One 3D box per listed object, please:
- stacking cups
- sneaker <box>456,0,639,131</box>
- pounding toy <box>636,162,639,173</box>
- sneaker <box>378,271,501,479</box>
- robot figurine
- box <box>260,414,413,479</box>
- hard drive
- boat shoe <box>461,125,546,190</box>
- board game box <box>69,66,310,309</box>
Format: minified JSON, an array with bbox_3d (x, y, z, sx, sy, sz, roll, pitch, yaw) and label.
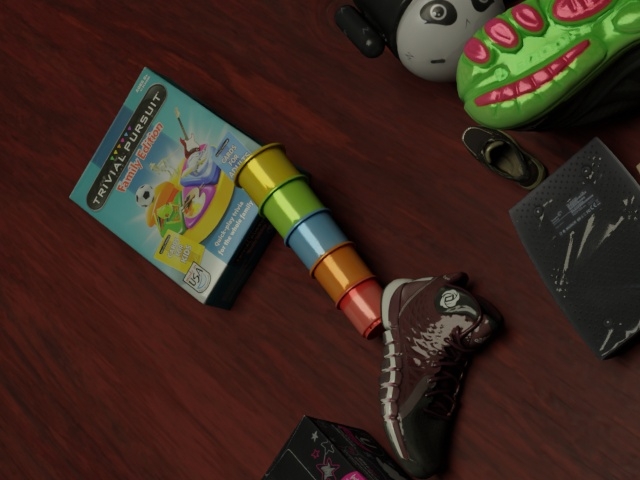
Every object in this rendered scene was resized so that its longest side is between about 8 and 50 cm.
[{"bbox_3d":[0.000,0.000,1.964,0.096,0.096,0.316,-46,67,17],"label":"stacking cups"},{"bbox_3d":[0.404,-0.269,1.711,0.482,0.202,0.185,-19,77,15],"label":"sneaker"},{"bbox_3d":[0.426,-0.080,1.621,0.094,0.181,0.206,-38,53,24],"label":"pounding toy"},{"bbox_3d":[0.166,0.164,1.806,0.162,0.106,0.281,-19,62,31],"label":"sneaker"},{"bbox_3d":[0.148,-0.350,1.959,0.209,0.173,0.278,-52,48,23],"label":"robot figurine"},{"bbox_3d":[0.047,0.374,1.802,0.247,0.142,0.163,42,104,42],"label":"box"},{"bbox_3d":[0.359,0.011,1.730,0.172,0.054,0.255,-42,52,21],"label":"hard drive"},{"bbox_3d":[0.245,-0.121,1.878,0.152,0.049,0.056,36,99,42],"label":"boat shoe"},{"bbox_3d":[-0.215,-0.086,2.187,0.336,0.079,0.254,35,98,29],"label":"board game box"}]
